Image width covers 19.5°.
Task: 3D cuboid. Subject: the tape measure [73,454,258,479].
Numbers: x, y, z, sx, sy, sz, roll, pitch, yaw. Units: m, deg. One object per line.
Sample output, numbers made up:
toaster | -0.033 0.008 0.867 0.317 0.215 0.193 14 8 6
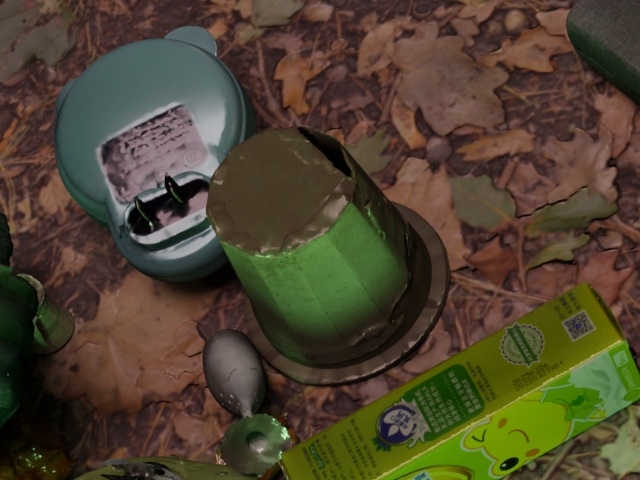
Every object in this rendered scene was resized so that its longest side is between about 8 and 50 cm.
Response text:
tape measure | -0.158 0.243 1.676 0.177 0.154 0.087 2 104 37

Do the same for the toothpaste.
toothpaste | 0.130 0.162 1.652 0.327 0.110 0.077 -30 55 3

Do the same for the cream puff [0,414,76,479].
cream puff | -0.301 0.225 1.804 0.116 0.094 0.122 1 65 26

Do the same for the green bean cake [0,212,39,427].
green bean cake | -0.396 0.074 1.811 0.300 0.169 0.308 -40 33 46

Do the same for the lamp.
lamp | -0.162 -0.084 1.905 0.209 0.147 0.284 -27 45 7

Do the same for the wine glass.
wine glass | -0.075 0.145 1.732 0.066 0.066 0.198 -31 24 2

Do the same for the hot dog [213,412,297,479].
hot dog | -0.074 0.213 1.748 0.056 0.041 0.133 35 77 35

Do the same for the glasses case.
glasses case | 0.377 -0.157 1.772 0.131 0.074 0.323 -42 53 -5

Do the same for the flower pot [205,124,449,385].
flower pot | 0.000 0.000 1.758 0.212 0.202 0.212 -9 56 13

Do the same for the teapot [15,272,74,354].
teapot | -0.290 0.076 1.900 0.057 0.083 0.067 -21 52 4
